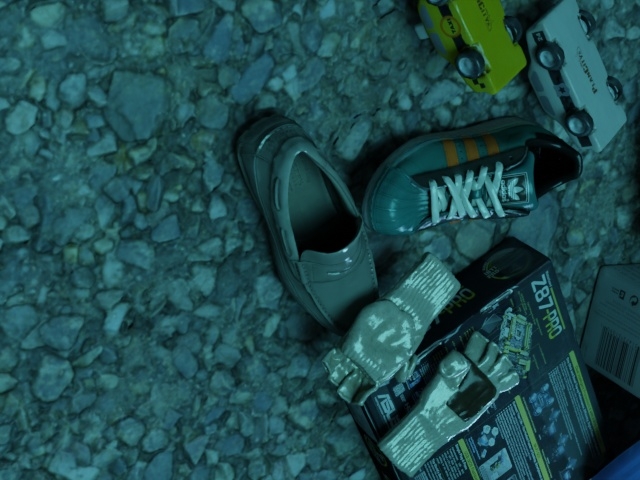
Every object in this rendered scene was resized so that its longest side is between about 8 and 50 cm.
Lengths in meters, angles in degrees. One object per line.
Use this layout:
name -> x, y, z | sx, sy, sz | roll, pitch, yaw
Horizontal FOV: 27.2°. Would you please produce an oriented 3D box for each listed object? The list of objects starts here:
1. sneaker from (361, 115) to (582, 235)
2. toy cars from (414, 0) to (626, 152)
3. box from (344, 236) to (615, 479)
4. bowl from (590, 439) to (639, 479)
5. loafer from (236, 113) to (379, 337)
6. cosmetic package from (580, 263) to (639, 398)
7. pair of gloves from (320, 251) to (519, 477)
sneaker -> 0.189, -0.074, 1.591 | 0.302, 0.121, 0.108 | -24, 121, -33
toy cars -> 0.229, -0.232, 1.588 | 0.393, 0.087, 0.177 | 21, 71, -40
box -> 0.219, 0.239, 1.796 | 0.318, 0.097, 0.395 | -34, 125, -13
bowl -> 0.564, 0.298, 1.928 | 0.391, 0.077, 0.391 | -27, 159, -12
loafer -> 0.000, 0.000, 1.532 | 0.112, 0.111, 0.319 | -38, 127, -13
cosmetic package -> 0.498, 0.127, 1.889 | 0.183, 0.151, 0.152 | -3, 113, -33
pair of gloves -> 0.124, 0.156, 1.619 | 0.204, 0.042, 0.240 | -41, 119, -11
